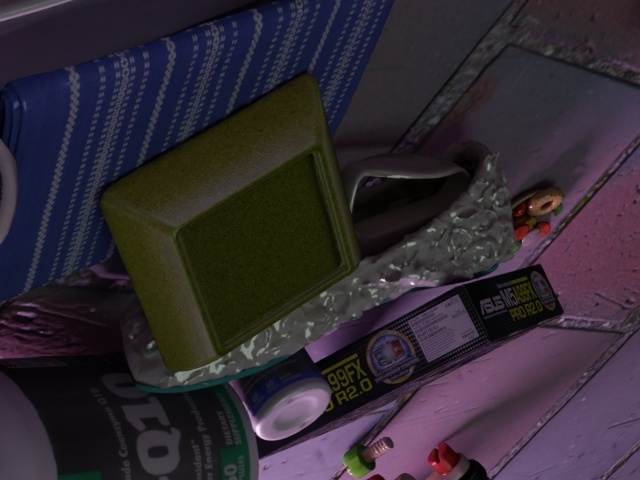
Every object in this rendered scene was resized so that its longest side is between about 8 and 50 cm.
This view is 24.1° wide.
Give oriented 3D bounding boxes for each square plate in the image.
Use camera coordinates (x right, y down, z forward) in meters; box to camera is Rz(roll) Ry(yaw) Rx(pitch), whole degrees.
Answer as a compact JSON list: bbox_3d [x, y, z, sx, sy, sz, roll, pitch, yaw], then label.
[{"bbox_3d":[-0.143,-0.140,0.872,0.347,0.049,0.344,-22,-175,-19],"label":"square plate"}]

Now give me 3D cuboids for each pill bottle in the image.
[{"bbox_3d":[-0.234,0.195,1.207,0.361,0.204,0.204,1,134,-54],"label":"pill bottle"},{"bbox_3d":[-0.055,0.104,1.349,0.078,0.137,0.078,-25,148,-17],"label":"pill bottle"}]

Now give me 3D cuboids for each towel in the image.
[{"bbox_3d":[-0.104,-0.081,1.089,0.336,0.040,0.243,-24,156,-34],"label":"towel"}]

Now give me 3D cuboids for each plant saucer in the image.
[{"bbox_3d":[-0.050,-0.001,1.116,0.188,0.045,0.188,-32,133,-18],"label":"plant saucer"}]

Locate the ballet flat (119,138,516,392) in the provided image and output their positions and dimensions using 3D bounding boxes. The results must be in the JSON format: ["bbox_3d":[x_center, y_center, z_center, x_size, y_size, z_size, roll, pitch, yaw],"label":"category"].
[{"bbox_3d":[0.000,0.000,1.290,0.409,0.147,0.147,-20,146,-32],"label":"ballet flat"}]

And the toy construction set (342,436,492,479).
[{"bbox_3d":[0.078,0.382,1.815,0.237,0.257,0.309,-36,131,25],"label":"toy construction set"}]

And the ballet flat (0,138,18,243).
[{"bbox_3d":[-0.356,0.051,0.878,0.400,0.139,0.139,-27,148,-8],"label":"ballet flat"}]

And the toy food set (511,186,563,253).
[{"bbox_3d":[0.215,-0.021,1.548,0.083,0.020,0.082,-30,149,-9],"label":"toy food set"}]

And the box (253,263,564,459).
[{"bbox_3d":[0.078,0.115,1.443,0.270,0.060,0.216,-30,171,26],"label":"box"}]
